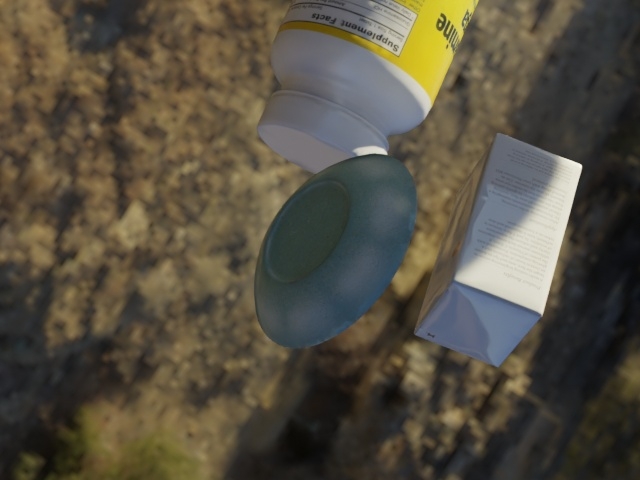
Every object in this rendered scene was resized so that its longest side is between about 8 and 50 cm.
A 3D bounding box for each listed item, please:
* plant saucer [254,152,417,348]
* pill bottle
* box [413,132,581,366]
[{"bbox_3d":[0.000,0.000,1.672,0.037,0.195,0.195,34,87,-33],"label":"plant saucer"},{"bbox_3d":[0.061,-0.238,2.099,0.334,0.188,0.188,-66,162,-13],"label":"pill bottle"},{"bbox_3d":[0.167,0.010,1.805,0.130,0.091,0.170,119,-9,-62],"label":"box"}]
